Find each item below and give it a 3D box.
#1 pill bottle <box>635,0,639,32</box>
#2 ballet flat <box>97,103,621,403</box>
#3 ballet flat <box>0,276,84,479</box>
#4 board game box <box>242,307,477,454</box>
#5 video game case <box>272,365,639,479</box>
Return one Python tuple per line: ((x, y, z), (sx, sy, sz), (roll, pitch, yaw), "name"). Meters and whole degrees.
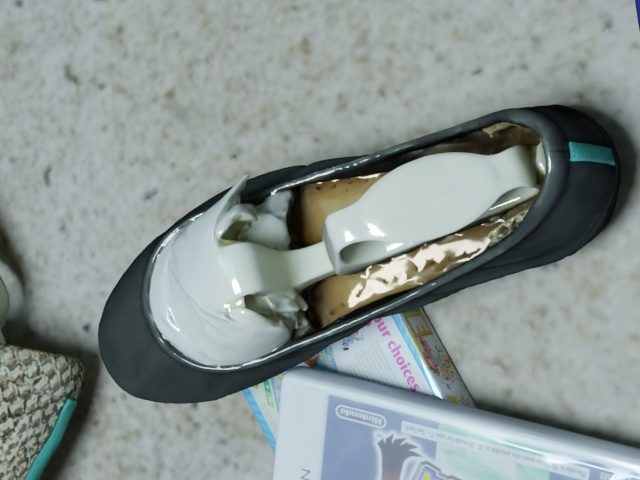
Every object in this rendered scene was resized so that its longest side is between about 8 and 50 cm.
((0.208, -0.039, 0.646), (0.153, 0.153, 0.265), (-10, 88, 31), "pill bottle")
((0.000, 0.000, 0.775), (0.280, 0.096, 0.095), (-24, 77, 17), "ballet flat")
((-0.324, -0.020, 0.987), (0.483, 0.164, 0.182), (37, 89, 18), "ballet flat")
((0.003, 0.052, 0.848), (0.103, 0.026, 0.154), (-35, 75, 28), "board game box")
((0.065, 0.169, 0.799), (0.201, 0.023, 0.183), (12, 105, 24), "video game case")
